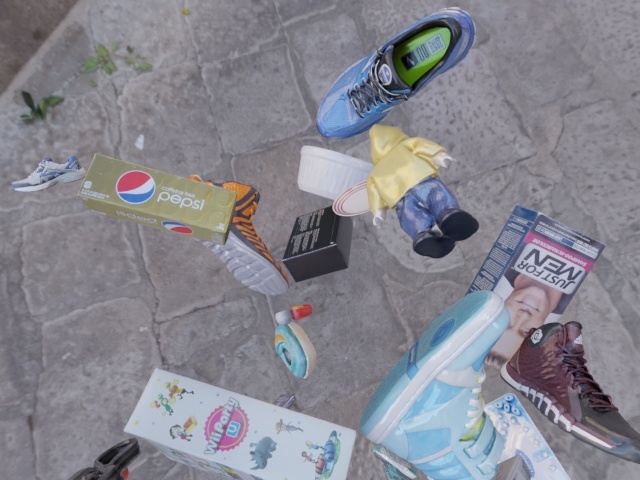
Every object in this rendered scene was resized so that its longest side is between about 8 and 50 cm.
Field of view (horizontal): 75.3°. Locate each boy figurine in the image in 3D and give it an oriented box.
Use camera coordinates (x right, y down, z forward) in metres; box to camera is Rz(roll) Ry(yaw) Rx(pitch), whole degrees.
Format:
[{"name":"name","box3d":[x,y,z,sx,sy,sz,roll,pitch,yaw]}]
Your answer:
[{"name":"boy figurine","box3d":[0.149,-0.100,0.727,0.177,0.092,0.285,-48,43,26]}]

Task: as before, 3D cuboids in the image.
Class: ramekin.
[{"name":"ramekin","box3d":[0.055,-0.181,1.240,0.273,0.273,0.127,18,96,8]}]

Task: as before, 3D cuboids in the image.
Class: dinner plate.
[{"name":"dinner plate","box3d":[0.093,-0.089,0.881,0.141,0.141,0.017,-29,118,-5]}]

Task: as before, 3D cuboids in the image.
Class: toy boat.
[{"name":"toy boat","box3d":[-0.119,0.395,1.693,0.148,0.318,0.267,-12,35,-28]}]

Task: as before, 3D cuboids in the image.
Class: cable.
[{"name":"cable","box3d":[-0.271,0.319,0.533,0.139,0.287,0.072,-32,89,-43]}]

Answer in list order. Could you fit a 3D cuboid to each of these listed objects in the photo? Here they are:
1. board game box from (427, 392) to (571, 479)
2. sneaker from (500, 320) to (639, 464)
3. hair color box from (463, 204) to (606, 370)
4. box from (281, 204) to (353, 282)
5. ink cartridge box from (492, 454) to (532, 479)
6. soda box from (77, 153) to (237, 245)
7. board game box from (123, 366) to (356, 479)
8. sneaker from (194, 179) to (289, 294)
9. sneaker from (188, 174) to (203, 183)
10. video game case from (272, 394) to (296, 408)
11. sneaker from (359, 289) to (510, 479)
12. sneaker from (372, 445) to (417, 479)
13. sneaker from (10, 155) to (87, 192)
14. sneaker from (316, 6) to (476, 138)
[{"name":"board game box","box3d":[0.537,0.739,1.285,0.390,0.050,0.390,-34,52,12]},{"name":"sneaker","box3d":[0.431,0.224,0.702,0.106,0.281,0.162,21,95,-17]},{"name":"hair color box","box3d":[0.445,0.116,0.928,0.174,0.105,0.347,23,103,-7]},{"name":"box","box3d":[0.000,0.000,1.350,0.184,0.103,0.261,-19,29,21]},{"name":"ink cartridge box","box3d":[0.376,0.695,1.080,0.330,0.324,0.071,-41,63,19]},{"name":"soda box","box3d":[-0.204,-0.050,0.541,0.181,0.058,0.061,15,69,-10]},{"name":"board game box","box3d":[-0.108,0.316,0.641,0.303,0.224,0.097,13,54,8]},{"name":"sneaker","box3d":[-0.168,-0.021,0.985,0.124,0.321,0.180,-19,34,37]},{"name":"sneaker","box3d":[-0.443,-0.169,1.580,0.064,0.067,0.175,-34,116,21]},{"name":"video game case","box3d":[-0.232,0.772,1.773,0.274,0.196,0.026,-41,90,-28]},{"name":"sneaker","box3d":[0.224,0.238,0.630,0.208,0.127,0.319,36,116,7]},{"name":"sneaker","box3d":[0.236,0.755,1.376,0.166,0.065,0.076,36,92,3]},{"name":"sneaker","box3d":[-0.563,-0.140,0.852,0.135,0.058,0.052,-26,29,-30]},{"name":"sneaker","box3d":[0.112,-0.296,0.749,0.330,0.147,0.130,-32,96,31]}]
